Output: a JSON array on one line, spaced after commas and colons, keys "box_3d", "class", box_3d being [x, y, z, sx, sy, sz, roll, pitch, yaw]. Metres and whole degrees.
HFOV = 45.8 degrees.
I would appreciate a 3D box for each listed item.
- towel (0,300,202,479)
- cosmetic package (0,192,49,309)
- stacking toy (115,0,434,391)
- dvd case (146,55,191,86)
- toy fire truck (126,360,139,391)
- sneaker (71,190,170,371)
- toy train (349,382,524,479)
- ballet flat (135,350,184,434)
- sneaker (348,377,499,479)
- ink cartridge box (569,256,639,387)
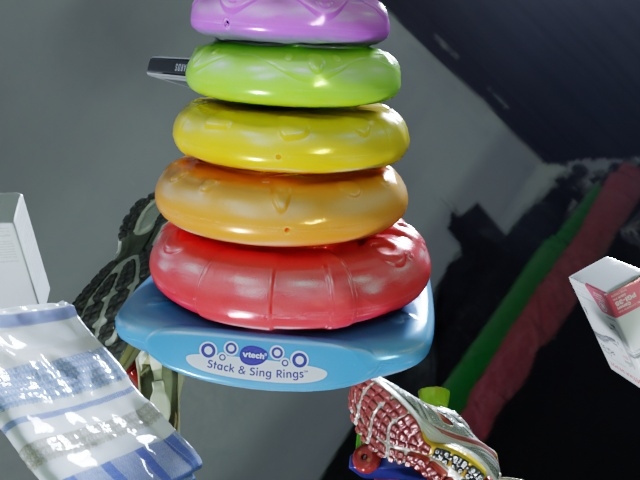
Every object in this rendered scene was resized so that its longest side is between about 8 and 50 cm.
[{"box_3d": [-0.271, 0.176, 0.836, 0.034, 0.285, 0.209, -50, 162, 15], "class": "towel"}, {"box_3d": [-0.555, 0.033, 1.316, 0.086, 0.117, 0.231, -98, -171, -47], "class": "cosmetic package"}, {"box_3d": [-0.014, -0.086, 0.413, 0.166, 0.175, 0.302, -66, 160, -71], "class": "stacking toy"}, {"box_3d": [-0.074, -0.177, 0.896, 0.238, 0.179, 0.030, 21, -83, 51], "class": "dvd case"}, {"box_3d": [-0.357, 0.256, 1.449, 0.158, 0.246, 0.217, -48, -161, -26], "class": "toy fire truck"}, {"box_3d": [-0.239, 0.089, 1.151, 0.158, 0.182, 0.410, -15, -144, 28], "class": "sneaker"}, {"box_3d": [0.170, 0.278, 1.099, 0.247, 0.105, 0.144, -7, -122, 24], "class": "toy train"}, {"box_3d": [-0.255, 0.218, 1.207, 0.086, 0.086, 0.249, -40, -129, 47], "class": "ballet flat"}, {"box_3d": [0.132, 0.253, 0.990, 0.088, 0.225, 0.092, -59, 165, 28], "class": "sneaker"}, {"box_3d": [0.739, 0.200, 1.815, 0.117, 0.283, 0.207, -28, -170, -1], "class": "ink cartridge box"}]
